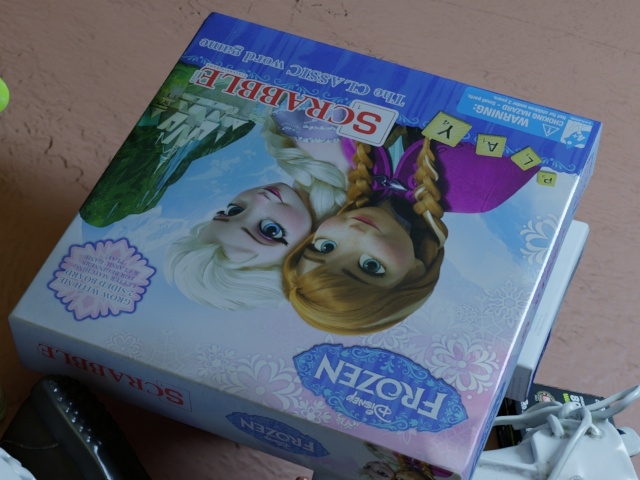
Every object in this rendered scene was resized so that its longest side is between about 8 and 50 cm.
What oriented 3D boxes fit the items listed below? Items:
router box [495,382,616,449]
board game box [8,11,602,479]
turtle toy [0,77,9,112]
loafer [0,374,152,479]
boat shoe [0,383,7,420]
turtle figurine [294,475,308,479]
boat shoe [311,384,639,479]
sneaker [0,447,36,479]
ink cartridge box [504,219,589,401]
[{"bbox_3d":[0.192,0.173,1.123,0.092,0.038,0.122,13,41,-16],"label":"router box"},{"bbox_3d":[0.000,0.000,0.995,0.319,0.066,0.318,17,54,14],"label":"board game box"},{"bbox_3d":[-0.319,-0.133,1.160,0.130,0.066,0.095,13,64,-20],"label":"turtle toy"},{"bbox_3d":[-0.134,0.192,0.912,0.220,0.078,0.080,54,13,16],"label":"loafer"},{"bbox_3d":[-0.276,0.094,0.953,0.135,0.045,0.050,12,42,-16],"label":"boat shoe"},{"bbox_3d":[0.049,0.256,0.904,0.217,0.087,0.269,30,22,-11],"label":"turtle figurine"},{"bbox_3d":[0.182,0.171,0.995,0.367,0.136,0.156,21,81,-7],"label":"boat shoe"},{"bbox_3d":[-0.190,0.194,0.813,0.110,0.118,0.292,-43,68,-13],"label":"sneaker"},{"bbox_3d":[0.097,0.028,1.211,0.224,0.045,0.223,18,37,14],"label":"ink cartridge box"}]
